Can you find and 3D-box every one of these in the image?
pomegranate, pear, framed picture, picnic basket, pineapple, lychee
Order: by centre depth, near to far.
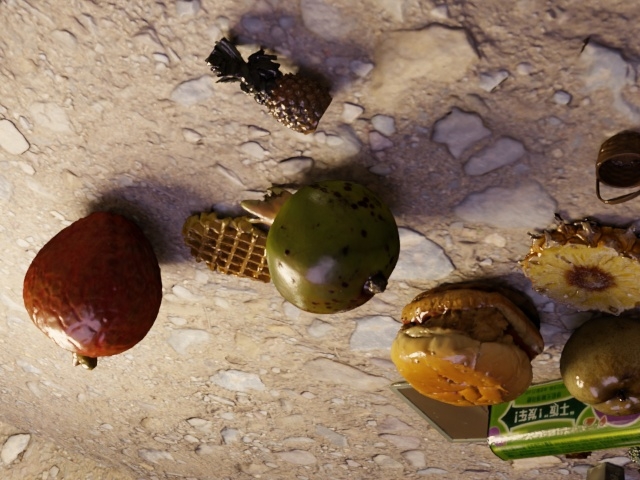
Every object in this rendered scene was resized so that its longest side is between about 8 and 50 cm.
[{"bbox_3d":[0.361,-0.078,0.911,0.072,0.083,0.072,11,144,8],"label":"picnic basket"},{"bbox_3d":[-0.067,-0.194,0.952,0.159,0.074,0.074,29,144,-12],"label":"pineapple"},{"bbox_3d":[-0.010,0.005,1.094,0.245,0.198,0.198,12,145,9],"label":"pomegranate"},{"bbox_3d":[0.386,0.041,1.102,0.221,0.047,0.221,13,146,9],"label":"pineapple"},{"bbox_3d":[0.465,0.200,1.208,0.167,0.137,0.167,1,130,1],"label":"pear"},{"bbox_3d":[-0.397,0.094,1.338,0.255,0.300,0.255,27,-173,-3],"label":"lychee"},{"bbox_3d":[0.298,0.357,1.610,0.216,0.016,0.273,-13,135,37],"label":"framed picture"}]

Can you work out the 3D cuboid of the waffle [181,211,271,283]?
[{"bbox_3d":[-0.145,0.013,1.301,0.191,0.038,0.191,12,145,9],"label":"waffle"}]

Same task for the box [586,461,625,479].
[{"bbox_3d":[0.616,0.526,1.666,0.060,0.063,0.085,19,145,-7],"label":"box"}]

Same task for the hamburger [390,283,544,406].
[{"bbox_3d":[0.238,0.180,1.257,0.244,0.163,0.244,10,145,7],"label":"hamburger"}]

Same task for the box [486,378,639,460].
[{"bbox_3d":[0.463,0.312,1.373,0.097,0.134,0.345,36,141,-28],"label":"box"}]

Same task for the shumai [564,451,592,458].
[{"bbox_3d":[0.487,0.375,1.489,0.123,0.087,0.099,26,146,-10],"label":"shumai"}]

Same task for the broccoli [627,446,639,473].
[{"bbox_3d":[0.677,0.391,1.434,0.204,0.118,0.122,8,137,-15],"label":"broccoli"}]
